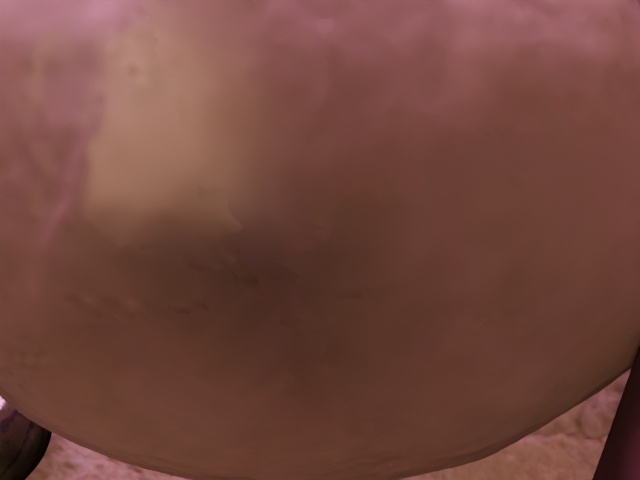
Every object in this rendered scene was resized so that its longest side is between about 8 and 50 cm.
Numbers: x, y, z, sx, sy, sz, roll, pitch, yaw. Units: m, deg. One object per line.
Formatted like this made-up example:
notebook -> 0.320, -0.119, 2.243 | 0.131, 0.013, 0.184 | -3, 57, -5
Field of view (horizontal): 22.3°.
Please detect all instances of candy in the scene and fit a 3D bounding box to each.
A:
candy -> 0.008, -0.032, 0.835 | 0.427, 0.186, 0.386 | 14, 114, -15

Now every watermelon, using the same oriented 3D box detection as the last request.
watermelon -> -0.224, 0.134, 1.086 | 0.078, 0.078, 0.111 | 44, 124, -3

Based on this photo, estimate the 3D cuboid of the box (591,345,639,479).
box -> 0.275, 0.161, 0.826 | 0.252, 0.188, 0.153 | 8, 117, -13
